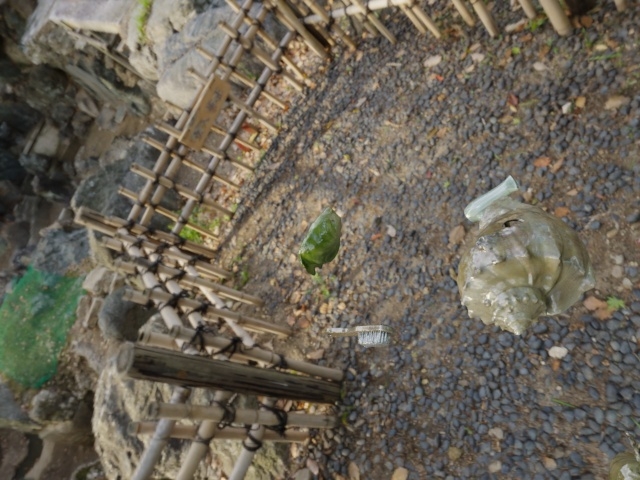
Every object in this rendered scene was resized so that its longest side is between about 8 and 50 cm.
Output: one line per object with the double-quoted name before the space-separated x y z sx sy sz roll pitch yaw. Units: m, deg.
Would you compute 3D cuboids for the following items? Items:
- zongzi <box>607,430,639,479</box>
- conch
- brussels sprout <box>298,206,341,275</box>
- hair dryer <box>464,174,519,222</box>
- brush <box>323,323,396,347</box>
"zongzi" 0.879 0.673 0.980 0.466 0.218 0.500 4 74 21
"conch" 0.415 0.036 0.951 0.263 0.186 0.324 -7 69 18
"brussels sprout" 0.003 0.001 1.279 0.100 0.139 0.181 42 103 20
"hair dryer" 0.624 -0.077 1.587 0.206 0.075 0.237 -41 49 38
"brush" 0.120 0.323 1.542 0.327 0.070 0.065 -14 56 51
